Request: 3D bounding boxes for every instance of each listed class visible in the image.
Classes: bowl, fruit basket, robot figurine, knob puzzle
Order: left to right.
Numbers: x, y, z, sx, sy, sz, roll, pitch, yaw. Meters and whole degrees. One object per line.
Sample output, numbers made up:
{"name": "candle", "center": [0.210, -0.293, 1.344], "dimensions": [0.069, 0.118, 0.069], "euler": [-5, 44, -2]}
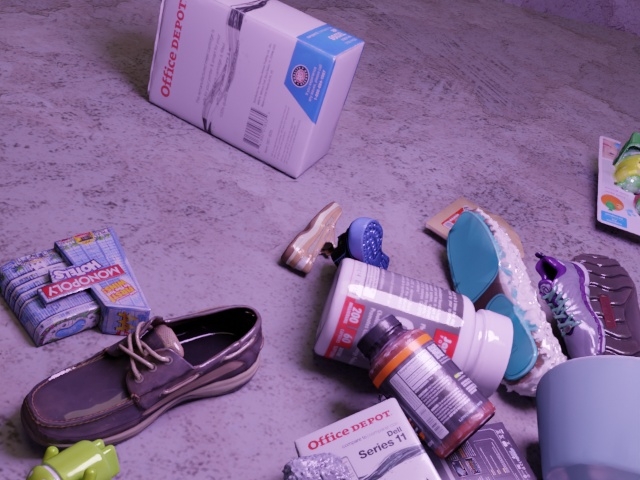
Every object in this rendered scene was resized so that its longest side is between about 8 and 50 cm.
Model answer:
{"name": "robot figurine", "center": [-0.295, 0.281, 0.906], "dimensions": [0.101, 0.067, 0.115], "euler": [11, 25, 40]}
{"name": "knob puzzle", "center": [0.335, -0.006, 1.604], "dimensions": [0.213, 0.030, 0.213], "euler": [13, 35, -9]}
{"name": "bowl", "center": [0.428, 0.312, 1.042], "dimensions": [0.312, 0.311, 0.163], "euler": [25, 56, 8]}
{"name": "fruit basket", "center": [0.831, -0.110, 1.858], "dimensions": [0.327, 0.165, 0.353], "euler": [21, 39, 2]}

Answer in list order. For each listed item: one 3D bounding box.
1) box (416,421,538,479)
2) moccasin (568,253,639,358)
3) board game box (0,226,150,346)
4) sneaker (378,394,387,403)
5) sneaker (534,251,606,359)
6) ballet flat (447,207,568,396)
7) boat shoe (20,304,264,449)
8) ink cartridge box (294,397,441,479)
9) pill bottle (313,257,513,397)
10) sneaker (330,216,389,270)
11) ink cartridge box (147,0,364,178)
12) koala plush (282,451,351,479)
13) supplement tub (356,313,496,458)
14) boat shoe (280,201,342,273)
{"name": "box", "center": [0.222, 0.365, 1.043], "dimensions": [0.183, 0.056, 0.231], "euler": [-3, 41, -26]}
{"name": "moccasin", "center": [0.511, 0.170, 1.378], "dimensions": [0.139, 0.147, 0.380], "euler": [0, 41, -2]}
{"name": "board game box", "center": [-0.353, 0.078, 1.153], "dimensions": [0.194, 0.060, 0.194], "euler": [-19, 50, -41]}
{"name": "sneaker", "center": [0.135, 0.249, 1.169], "dimensions": [0.098, 0.038, 0.069], "euler": [10, 38, -14]}
{"name": "sneaker", "center": [0.408, 0.119, 1.296], "dimensions": [0.098, 0.083, 0.223], "euler": [21, 42, -18]}
{"name": "ballet flat", "center": [0.336, 0.117, 1.379], "dimensions": [0.147, 0.147, 0.409], "euler": [7, 42, -16]}
{"name": "boat shoe", "center": [-0.229, 0.161, 1.039], "dimensions": [0.355, 0.130, 0.132], "euler": [-18, 50, -40]}
{"name": "ink cartridge box", "center": [0.074, 0.323, 0.964], "dimensions": [0.153, 0.087, 0.208], "euler": [-22, 47, -10]}
{"name": "pill bottle", "center": [0.145, 0.143, 1.209], "dimensions": [0.283, 0.161, 0.161], "euler": [18, 36, -2]}
{"name": "sneaker", "center": [0.058, 0.017, 1.316], "dimensions": [0.090, 0.232, 0.081], "euler": [17, 72, 17]}
{"name": "ink cartridge box", "center": [-0.146, -0.360, 1.629], "dimensions": [0.395, 0.285, 0.166], "euler": [29, 35, 12]}
{"name": "koala plush", "center": [-0.089, 0.347, 0.820], "dimensions": [0.221, 0.196, 0.203], "euler": [10, 47, -19]}
{"name": "supplement tub", "center": [0.140, 0.196, 1.064], "dimensions": [0.106, 0.106, 0.198], "euler": [-24, 63, -43]}
{"name": "boat shoe", "center": [0.000, 0.000, 1.424], "dimensions": [0.072, 0.068, 0.190], "euler": [37, 48, 4]}
